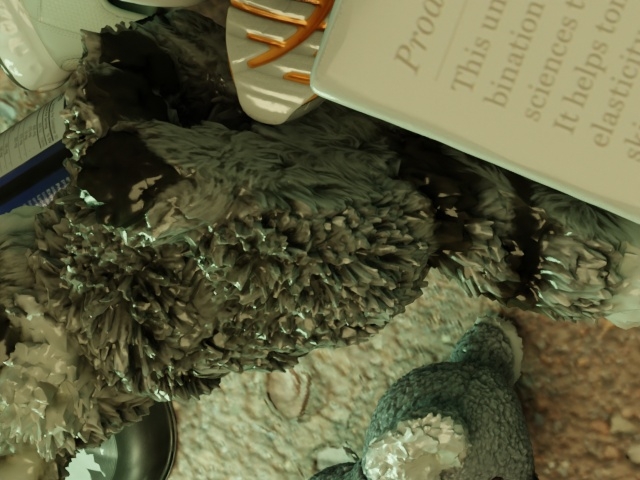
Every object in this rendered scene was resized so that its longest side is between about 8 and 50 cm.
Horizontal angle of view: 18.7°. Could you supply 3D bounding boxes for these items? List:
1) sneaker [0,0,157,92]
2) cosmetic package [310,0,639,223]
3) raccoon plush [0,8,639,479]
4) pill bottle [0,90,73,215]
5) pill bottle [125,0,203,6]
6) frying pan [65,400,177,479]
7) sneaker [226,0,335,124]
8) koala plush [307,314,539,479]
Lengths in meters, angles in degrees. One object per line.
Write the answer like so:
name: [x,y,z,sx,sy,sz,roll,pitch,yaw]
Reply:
sneaker: [-0.188,-0.231,1.270,0.121,0.099,0.262,-17,117,18]
cosmetic package: [0.253,-0.170,0.962,0.393,0.327,0.329,23,105,7]
raccoon plush: [-0.035,0.068,1.179,0.446,0.216,0.299,23,120,-2]
pill bottle: [-0.158,-0.038,1.321,0.219,0.123,0.123,-30,103,17]
pill bottle: [-0.078,-0.304,1.119,0.176,0.176,0.319,24,115,6]
frying pan: [-0.268,0.124,1.498,0.326,0.053,0.197,14,119,8]
sneaker: [0.003,-0.146,1.144,0.084,0.215,0.083,18,147,7]
koala plush: [0.073,0.170,1.323,0.203,0.196,0.221,26,126,17]
